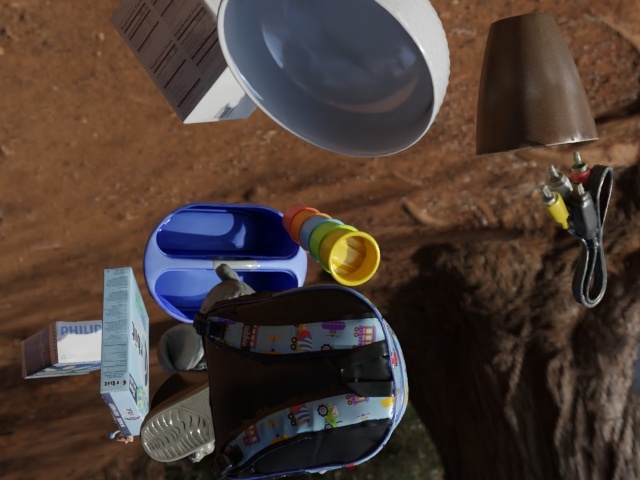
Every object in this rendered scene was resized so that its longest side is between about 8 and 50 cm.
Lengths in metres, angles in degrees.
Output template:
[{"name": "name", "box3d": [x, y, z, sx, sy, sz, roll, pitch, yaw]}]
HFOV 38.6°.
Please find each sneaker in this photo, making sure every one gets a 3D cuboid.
[{"name": "sneaker", "box3d": [-0.102, 0.167, 1.053, 0.222, 0.083, 0.118, -20, -164, -3]}]

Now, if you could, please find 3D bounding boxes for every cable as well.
[{"name": "cable", "box3d": [0.448, -0.022, 1.558, 0.139, 0.287, 0.072, -40, -139, -21]}]

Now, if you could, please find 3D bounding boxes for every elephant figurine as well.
[{"name": "elephant figurine", "box3d": [-0.171, 0.186, 1.428, 0.239, 0.169, 0.186, -49, -174, 3]}]

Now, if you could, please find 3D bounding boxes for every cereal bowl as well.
[{"name": "cereal bowl", "box3d": [0.031, -0.283, 1.284, 0.338, 0.141, 0.339, 22, 148, 14]}]

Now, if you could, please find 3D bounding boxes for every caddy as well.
[{"name": "caddy", "box3d": [-0.198, 0.045, 1.851, 0.341, 0.241, 0.179, 1, -179, -24]}]

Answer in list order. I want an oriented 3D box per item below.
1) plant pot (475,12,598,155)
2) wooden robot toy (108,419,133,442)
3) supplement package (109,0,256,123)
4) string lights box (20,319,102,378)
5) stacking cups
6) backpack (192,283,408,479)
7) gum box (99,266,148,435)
[{"name": "plant pot", "box3d": [0.369, -0.278, 1.623, 0.215, 0.231, 0.215, -8, -177, 0]}, {"name": "wooden robot toy", "box3d": [-0.362, 0.343, 1.799, 0.079, 0.173, 0.076, 27, -152, 37]}, {"name": "supplement package", "box3d": [-0.214, -0.386, 1.722, 0.198, 0.263, 0.199, -44, 165, 31]}, {"name": "string lights box", "box3d": [-0.460, 0.201, 1.699, 0.133, 0.077, 0.259, -1, 167, -31]}, {"name": "stacking cups", "box3d": [0.000, 0.000, 1.670, 0.096, 0.096, 0.316, -7, -166, -21]}, {"name": "backpack", "box3d": [-0.003, 0.112, 0.756, 0.173, 0.158, 0.117, -15, 169, 28]}, {"name": "gum box", "box3d": [-0.269, 0.155, 1.268, 0.041, 0.184, 0.157, -4, 148, -3]}]
